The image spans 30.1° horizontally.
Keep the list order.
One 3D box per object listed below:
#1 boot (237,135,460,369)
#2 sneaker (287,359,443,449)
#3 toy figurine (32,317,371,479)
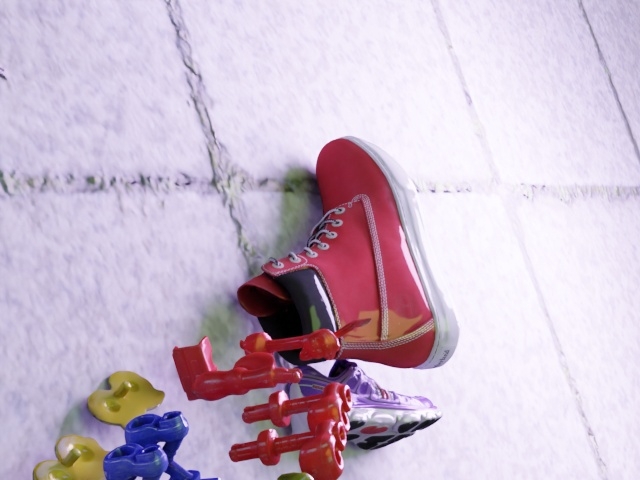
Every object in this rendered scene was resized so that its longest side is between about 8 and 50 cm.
[{"bbox_3d":[0.000,0.000,1.008,0.176,0.088,0.244,4,48,-30],"label":"boot"},{"bbox_3d":[0.039,0.131,0.991,0.170,0.068,0.071,16,51,-48],"label":"sneaker"},{"bbox_3d":[-0.052,0.217,0.698,0.362,0.191,0.217,-65,141,-69],"label":"toy figurine"}]
